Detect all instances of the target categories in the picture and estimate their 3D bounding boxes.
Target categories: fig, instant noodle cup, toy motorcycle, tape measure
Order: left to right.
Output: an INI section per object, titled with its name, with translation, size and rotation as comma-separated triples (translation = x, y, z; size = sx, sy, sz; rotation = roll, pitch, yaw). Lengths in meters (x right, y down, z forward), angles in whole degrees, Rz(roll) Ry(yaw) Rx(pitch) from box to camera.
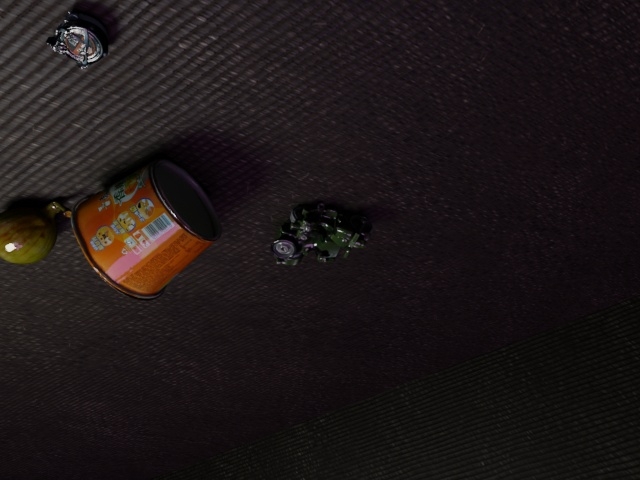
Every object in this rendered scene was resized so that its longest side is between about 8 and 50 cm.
[fig]
translation = -0.707, -0.033, 1.216
size = 0.142, 0.148, 0.186
rotation = 33, 86, -23
[tape measure]
translation = -0.439, -0.367, 0.925
size = 0.094, 0.054, 0.091
rotation = -26, 140, 28
[instant noodle cup]
translation = -0.383, -0.036, 1.170
size = 0.214, 0.296, 0.296
rotation = -32, 136, 13
[toy motorcycle]
translation = 0.000, 0.000, 1.400
size = 0.276, 0.127, 0.205
rotation = 9, 133, -17
